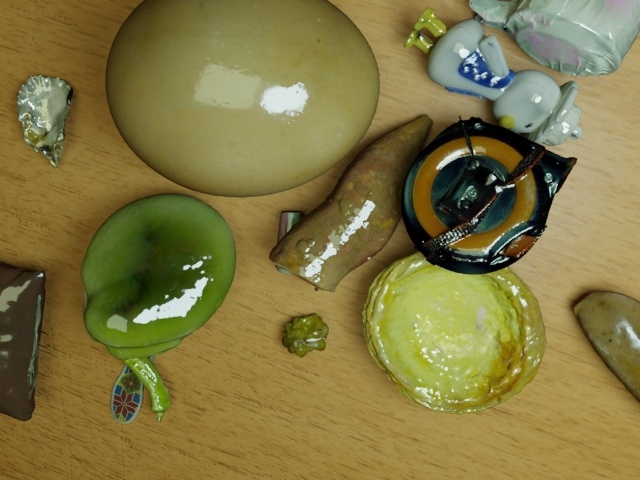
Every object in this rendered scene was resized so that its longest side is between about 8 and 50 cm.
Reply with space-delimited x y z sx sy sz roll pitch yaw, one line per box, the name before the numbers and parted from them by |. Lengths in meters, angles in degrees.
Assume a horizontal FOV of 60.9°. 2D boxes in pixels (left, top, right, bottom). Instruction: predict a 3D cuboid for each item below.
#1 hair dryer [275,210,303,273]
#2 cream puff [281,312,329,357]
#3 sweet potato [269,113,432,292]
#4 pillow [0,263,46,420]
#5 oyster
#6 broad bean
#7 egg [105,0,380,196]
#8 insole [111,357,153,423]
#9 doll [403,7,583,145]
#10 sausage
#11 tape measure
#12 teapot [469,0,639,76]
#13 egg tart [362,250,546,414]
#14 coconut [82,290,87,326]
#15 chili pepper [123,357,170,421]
hair dryer | 0.002 0.007 0.936 0.154 0.054 0.106 6 98 -3
cream puff | -0.028 0.170 0.964 0.083 0.058 0.083 20 103 6
sweet potato | 0.074 -0.058 0.857 0.131 0.131 0.336 43 91 -2
pillow | -0.672 0.167 1.042 0.305 0.108 0.308 14 102 11
oyster | -0.475 -0.218 0.953 0.122 0.045 0.146 -34 88 18
broad bean | -0.273 0.053 0.905 0.238 0.119 0.291 35 74 0
egg | -0.105 -0.209 0.766 0.374 0.301 0.301 6 104 1
insole | -0.370 0.279 1.070 0.065 0.006 0.193 23 106 3
doll | 0.257 -0.230 0.795 0.293 0.138 0.119 33 72 -2
sausage | 0.592 0.273 0.860 0.501 0.123 0.136 52 134 -5
tape measure | 0.219 -0.060 0.765 0.202 0.135 0.223 32 85 20
teapot | 0.351 -0.342 0.762 0.163 0.221 0.178 25 98 -38
egg tart | 0.215 0.137 0.888 0.294 0.123 0.294 3 103 11
coconut | -0.374 0.128 0.982 0.124 0.110 0.110 29 105 -2
chili pepper | -0.340 0.246 1.036 0.049 0.043 0.208 -29 94 38
